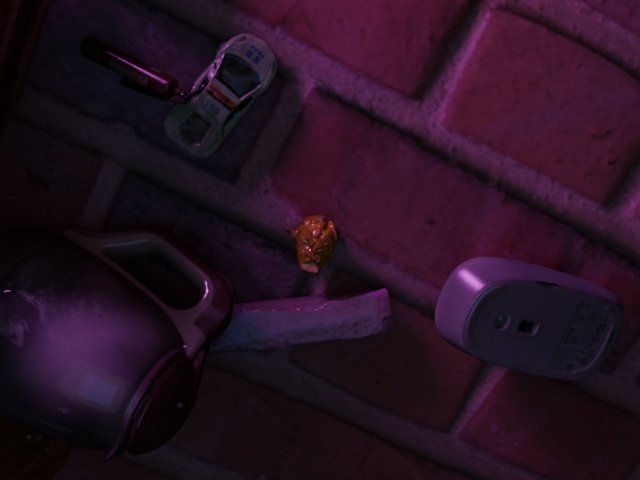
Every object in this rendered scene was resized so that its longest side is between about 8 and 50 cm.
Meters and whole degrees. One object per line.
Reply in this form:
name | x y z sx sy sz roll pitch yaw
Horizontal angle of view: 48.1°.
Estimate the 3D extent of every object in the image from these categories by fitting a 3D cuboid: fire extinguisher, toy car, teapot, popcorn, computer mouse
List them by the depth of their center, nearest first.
fire extinguisher | -0.237 -0.213 0.939 0.173 0.035 0.049 27 116 10
teapot | -0.283 0.120 0.951 0.312 0.233 0.315 28 65 12
toy car | -0.135 -0.194 0.959 0.093 0.058 0.186 40 104 -12
popcorn | 0.000 0.000 1.029 0.084 0.084 0.084 -1 109 -2
computer mouse | 0.303 0.111 1.060 0.288 0.097 0.160 13 107 -18

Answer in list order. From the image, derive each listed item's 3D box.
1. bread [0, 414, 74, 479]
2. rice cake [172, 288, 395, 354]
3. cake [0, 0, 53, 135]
bread | -0.472 0.292 1.033 0.176 0.246 0.195 43 123 5
rice cake | -0.089 0.123 1.068 0.398 0.064 0.070 -6 98 0
cake | -0.462 -0.236 0.804 0.255 0.290 0.282 25 116 -11
